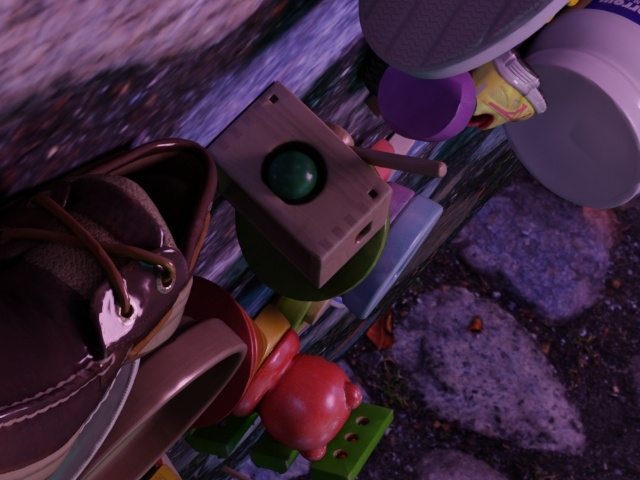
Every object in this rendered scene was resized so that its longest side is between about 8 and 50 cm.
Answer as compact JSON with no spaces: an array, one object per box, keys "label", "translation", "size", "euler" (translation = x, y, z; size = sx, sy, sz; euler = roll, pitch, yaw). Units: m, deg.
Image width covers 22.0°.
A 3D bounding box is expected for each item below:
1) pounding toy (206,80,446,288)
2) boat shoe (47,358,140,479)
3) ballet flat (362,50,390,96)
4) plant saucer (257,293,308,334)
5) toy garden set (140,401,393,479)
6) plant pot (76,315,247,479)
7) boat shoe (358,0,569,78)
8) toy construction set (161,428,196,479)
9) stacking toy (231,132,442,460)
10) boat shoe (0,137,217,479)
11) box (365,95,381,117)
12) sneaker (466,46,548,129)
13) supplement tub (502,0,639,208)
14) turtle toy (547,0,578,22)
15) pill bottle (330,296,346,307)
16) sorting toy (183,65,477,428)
[{"label":"pounding toy","translation":[0.002,-0.043,1.137],"size":[0.100,0.130,0.141],"euler":[-45,173,-9]},{"label":"boat shoe","translation":[-0.225,0.138,0.934],"size":[0.305,0.109,0.091],"euler":[-41,177,-12]},{"label":"ballet flat","translation":[0.067,-0.140,1.291],"size":[0.057,0.049,0.173],"euler":[-44,173,-10]},{"label":"plant saucer","translation":[-0.021,0.070,1.993],"size":[0.200,0.037,0.200],"euler":[-45,172,-8]},{"label":"toy garden set","translation":[-0.077,0.224,1.655],"size":[0.204,0.244,0.049],"euler":[-51,143,-46]},{"label":"plant pot","translation":[-0.170,0.120,1.139],"size":[0.237,0.110,0.237],"euler":[-45,172,-8]},{"label":"boat shoe","translation":[0.158,-0.232,1.015],"size":[0.335,0.121,0.119],"euler":[-49,168,9]},{"label":"toy construction set","translation":[-0.198,0.369,1.833],"size":[0.257,0.237,0.309],"euler":[-47,172,12]},{"label":"stacking toy","translation":[0.038,0.050,1.631],"size":[0.309,0.130,0.279],"euler":[-57,175,26]},{"label":"boat shoe","translation":[-0.129,0.017,0.821],"size":[0.123,0.123,0.342],"euler":[-58,173,20]},{"label":"box","translation":[0.146,-0.186,1.421],"size":[0.201,0.021,0.164],"euler":[-33,-177,44]},{"label":"sneaker","translation":[0.189,-0.160,1.809],"size":[0.094,0.081,0.208],"euler":[-39,167,5]},{"label":"supplement tub","translation":[0.397,-0.213,2.007],"size":[0.331,0.241,0.241],"euler":[-41,171,-32]},{"label":"turtle toy","translation":[0.146,-0.211,1.237],"size":[0.130,0.095,0.066],"euler":[-36,148,-51]},{"label":"pill bottle","translation":[0.043,0.003,1.824],"size":[0.137,0.078,0.078],"euler":[-49,172,19]},{"label":"sorting toy","translation":[0.000,0.000,1.293],"size":[0.365,0.127,0.126],"euler":[-47,161,18]}]
